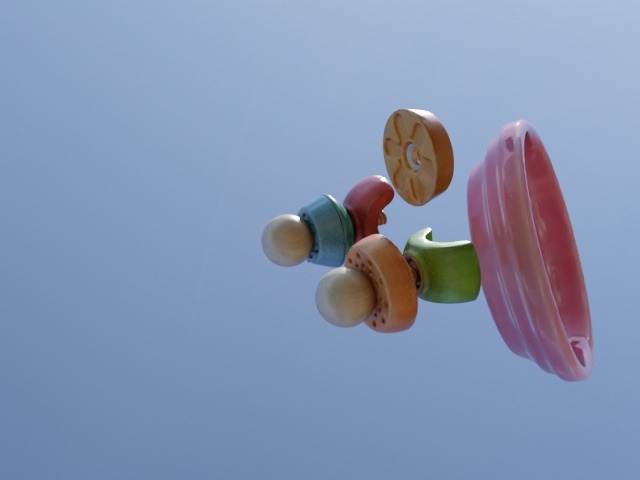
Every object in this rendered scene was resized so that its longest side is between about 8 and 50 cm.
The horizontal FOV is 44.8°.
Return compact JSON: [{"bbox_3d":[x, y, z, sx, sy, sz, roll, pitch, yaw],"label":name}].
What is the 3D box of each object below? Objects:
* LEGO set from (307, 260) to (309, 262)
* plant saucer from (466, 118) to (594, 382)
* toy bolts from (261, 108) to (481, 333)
[{"bbox_3d":[0.001,-0.001,1.075,0.023,0.083,0.054,43,-72,4],"label":"LEGO set"},{"bbox_3d":[0.265,0.016,0.984,0.084,0.332,0.332,-14,-104,25],"label":"plant saucer"},{"bbox_3d":[0.032,-0.022,0.827,0.159,0.228,0.218,-15,-76,-23],"label":"toy bolts"}]
